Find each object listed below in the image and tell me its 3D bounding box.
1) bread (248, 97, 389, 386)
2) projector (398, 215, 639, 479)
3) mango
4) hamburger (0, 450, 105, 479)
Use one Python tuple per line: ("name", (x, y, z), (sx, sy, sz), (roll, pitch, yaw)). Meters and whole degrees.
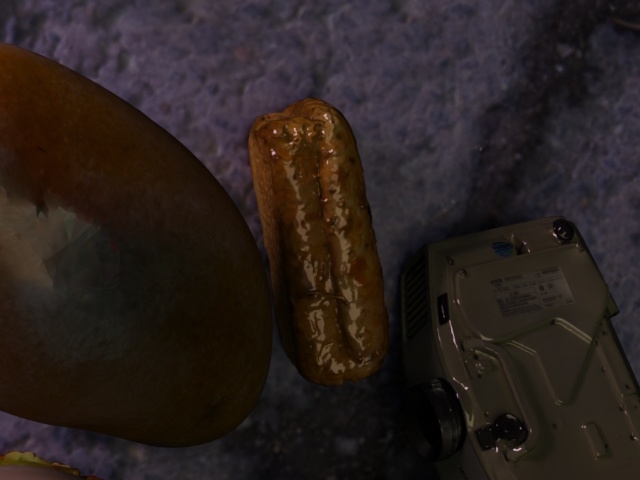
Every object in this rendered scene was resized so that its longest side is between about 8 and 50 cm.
("bread", (0.000, 0.000, 1.164), (0.083, 0.114, 0.211), (-12, 102, -7))
("projector", (0.163, 0.118, 1.200), (0.193, 0.088, 0.270), (-12, 69, -24))
("mango", (-0.166, 0.020, 1.048), (0.384, 0.199, 0.221), (47, 70, -34))
("hamburger", (-0.214, 0.289, 1.049), (0.276, 0.179, 0.294), (6, 79, -22))
